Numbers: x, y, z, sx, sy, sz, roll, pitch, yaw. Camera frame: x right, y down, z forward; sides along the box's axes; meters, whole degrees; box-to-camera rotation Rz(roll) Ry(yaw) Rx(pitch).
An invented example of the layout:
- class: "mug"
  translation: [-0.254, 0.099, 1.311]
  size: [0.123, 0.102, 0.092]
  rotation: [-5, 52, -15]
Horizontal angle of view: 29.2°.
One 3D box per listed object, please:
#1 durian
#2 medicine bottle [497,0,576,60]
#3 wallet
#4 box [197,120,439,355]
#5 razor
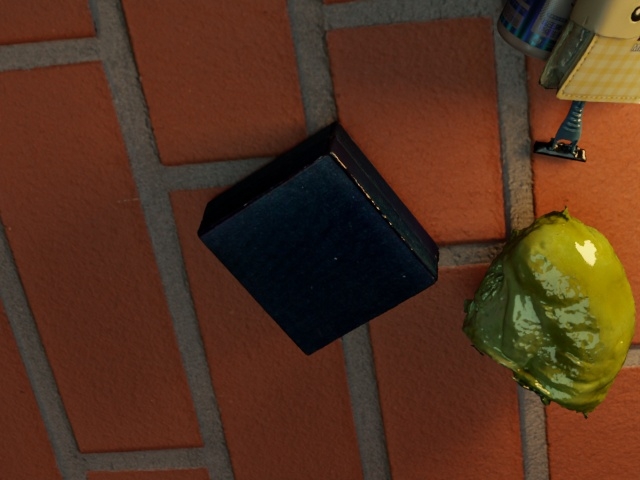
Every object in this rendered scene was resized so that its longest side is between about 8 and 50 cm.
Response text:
- class: "durian"
  translation: [0.361, 0.116, 1.885]
  size: [0.256, 0.204, 0.339]
  rotation: [12, 122, -16]
- class: "medicine bottle"
  translation: [0.321, -0.345, 1.648]
  size: [0.107, 0.107, 0.191]
  rotation: [21, 123, -7]
- class: "wallet"
  translation: [0.428, -0.321, 1.621]
  size: [0.223, 0.077, 0.309]
  rotation: [-8, 133, -38]
- class: "box"
  translation: [0.000, 0.000, 1.902]
  size: [0.261, 0.116, 0.279]
  rotation: [-30, 116, 24]
- class: "razor"
  translation: [0.377, -0.222, 1.763]
  size: [0.082, 0.042, 0.253]
  rotation: [12, 123, 0]
